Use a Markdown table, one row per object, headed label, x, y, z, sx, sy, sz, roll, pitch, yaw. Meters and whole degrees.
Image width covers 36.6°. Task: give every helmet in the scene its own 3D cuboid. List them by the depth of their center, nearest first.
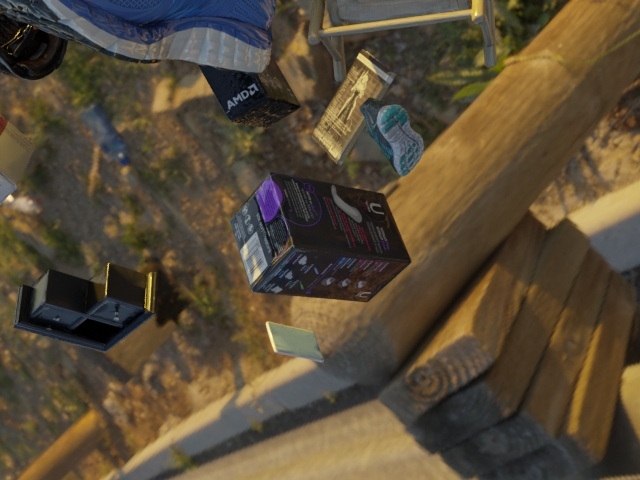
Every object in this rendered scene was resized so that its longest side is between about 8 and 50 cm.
| label | x | y | z | sx | sy | sz | roll | pitch | yaw |
| --- | --- | --- | --- | --- | --- | --- | --- | --- | --- |
| helmet | -0.522 | -0.356 | 1.617 | 0.161 | 0.169 | 0.169 | 33 | 147 | 26 |

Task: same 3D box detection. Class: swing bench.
| label | x | y | z | sx | sy | sz | roll | pitch | yaw |
| --- | --- | --- | --- | --- | --- | --- | --- | --- | --- |
| swing bench | 0.123 | -0.390 | 1.427 | 0.253 | 0.255 | 0.165 | -4 | 165 | 15 |

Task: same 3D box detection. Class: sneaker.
| label | x | y | z | sx | sy | sz | roll | pitch | yaw |
| --- | --- | --- | --- | --- | --- | --- | --- | --- | --- |
| sneaker | -0.144 | -0.227 | 0.792 | 0.129 | 0.330 | 0.147 | 23 | 107 | 25 |
| sneaker | 0.109 | -0.166 | 1.510 | 0.076 | 0.065 | 0.166 | 36 | 164 | 35 |

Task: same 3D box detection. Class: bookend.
| label | x | y | z | sx | sy | sz | roll | pitch | yaw |
| --- | --- | --- | --- | --- | --- | --- | --- | --- | --- |
| bookend | -0.349 | 0.089 | 1.443 | 0.156 | 0.072 | 0.157 | 22 | 140 | -34 |

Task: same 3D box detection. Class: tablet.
| label | x | y | z | sx | sy | sz | roll | pitch | yaw |
| --- | --- | --- | --- | --- | --- | --- | --- | --- | --- |
| tablet | -0.035 | 0.139 | 1.317 | 0.006 | 0.083 | 0.054 | -50 | 41 | 30 |

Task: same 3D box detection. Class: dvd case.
| label | x | y | z | sx | sy | sz | roll | pitch | yaw |
| --- | --- | --- | --- | --- | --- | --- | --- | --- | --- |
| dvd case | 0.067 | -0.286 | 2.059 | 0.018 | 0.221 | 0.164 | 23 | -164 | -30 |

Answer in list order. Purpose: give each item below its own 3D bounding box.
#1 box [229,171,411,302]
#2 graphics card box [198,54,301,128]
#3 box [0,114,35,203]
| label | x | y | z | sx | sy | sz | roll | pitch | yaw |
| --- | --- | --- | --- | --- | --- | --- | --- | --- | --- |
| box | 0.000 | 0.000 | 1.723 | 0.143 | 0.270 | 0.165 | -46 | 50 | 38 |
| graphics card box | -0.187 | -0.391 | 1.803 | 0.094 | 0.233 | 0.371 | -30 | 85 | 13 |
| box | -0.602 | -0.122 | 1.669 | 0.127 | 0.148 | 0.232 | 44 | -170 | -21 |
